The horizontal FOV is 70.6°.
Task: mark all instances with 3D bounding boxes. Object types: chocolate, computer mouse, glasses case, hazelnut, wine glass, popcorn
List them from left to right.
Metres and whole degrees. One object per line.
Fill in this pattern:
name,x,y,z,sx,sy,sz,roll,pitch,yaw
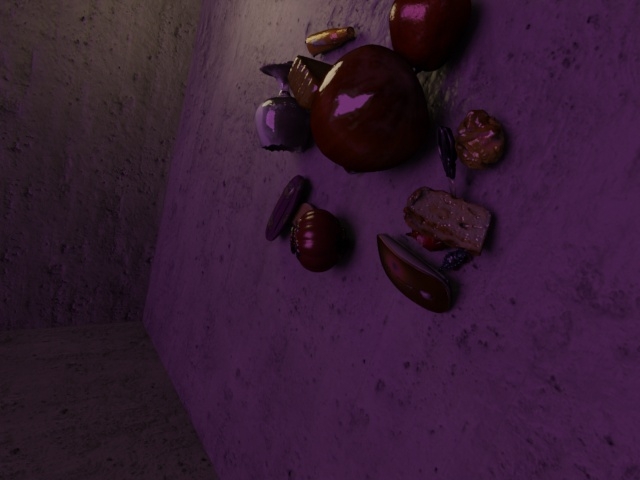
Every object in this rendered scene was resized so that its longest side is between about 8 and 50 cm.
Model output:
wine glass,-0.145,-0.518,1.787,0.238,0.237,0.324,9,96,52
glasses case,-0.149,-0.130,1.861,0.317,0.075,0.123,-58,11,32
chocolate,0.039,-0.758,1.691,0.219,0.085,0.086,6,93,49
hazelnut,0.141,-0.375,1.334,0.365,0.365,0.367,-5,84,51
computer mouse,0.257,0.094,1.326,0.310,0.071,0.158,43,156,44
popcorn,0.408,-0.256,1.161,0.125,0.126,0.145,9,77,31

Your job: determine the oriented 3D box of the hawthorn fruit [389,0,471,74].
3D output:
hawthorn fruit,0.295,-0.582,1.261,0.224,0.224,0.261,38,138,46

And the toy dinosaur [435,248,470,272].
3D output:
toy dinosaur,0.363,0.058,1.245,0.154,0.055,0.049,-44,59,39

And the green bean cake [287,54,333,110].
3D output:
green bean cake,0.020,-0.521,1.572,0.124,0.235,0.233,-57,45,36

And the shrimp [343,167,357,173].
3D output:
shrimp,0.131,-0.343,1.550,0.090,0.079,0.233,-88,10,-83

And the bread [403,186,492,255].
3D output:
bread,0.332,-0.055,1.184,0.231,0.088,0.128,25,87,9

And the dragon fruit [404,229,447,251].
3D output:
dragon fruit,0.306,-0.010,1.298,0.190,0.094,0.094,-7,82,59

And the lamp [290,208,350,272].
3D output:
lamp,0.000,0.000,1.592,0.226,0.226,0.227,-5,84,51

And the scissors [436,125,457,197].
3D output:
scissors,0.351,-0.155,1.204,0.109,0.022,0.300,-104,-2,-70

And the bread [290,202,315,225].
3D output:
bread,-0.052,-0.092,1.796,0.193,0.036,0.112,38,114,51
